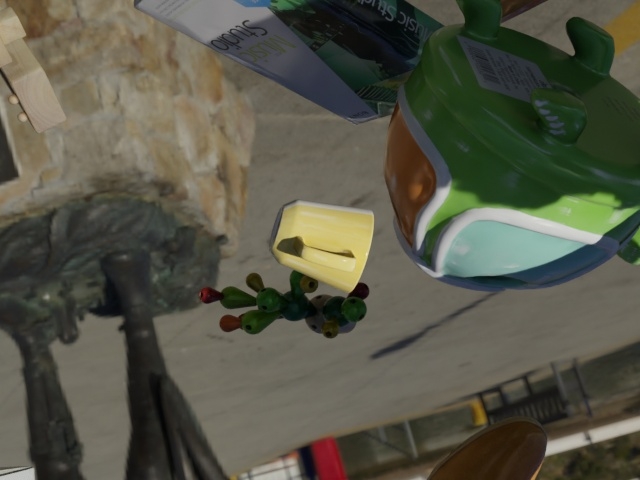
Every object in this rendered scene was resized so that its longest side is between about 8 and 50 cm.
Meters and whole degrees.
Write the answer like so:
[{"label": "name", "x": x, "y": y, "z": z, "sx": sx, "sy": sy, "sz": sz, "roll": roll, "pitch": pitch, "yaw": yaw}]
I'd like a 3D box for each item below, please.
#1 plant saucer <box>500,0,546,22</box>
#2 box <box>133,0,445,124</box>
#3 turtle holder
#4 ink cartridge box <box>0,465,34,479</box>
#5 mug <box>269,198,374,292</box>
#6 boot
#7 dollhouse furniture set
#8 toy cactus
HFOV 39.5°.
[{"label": "plant saucer", "x": 0.244, "y": -0.270, "z": 0.878, "sx": 0.200, "sy": 0.037, "sz": 0.200, "roll": -26, "pitch": -175, "yaw": 3}, {"label": "box", "x": -0.016, "y": -0.232, "z": 0.976, "sx": 0.322, "sy": 0.058, "sz": 0.232, "roll": 23, "pitch": 166, "yaw": -28}, {"label": "turtle holder", "x": 0.202, "y": -0.074, "z": 0.839, "sx": 0.320, "sy": 0.243, "sz": 0.227, "roll": -10, "pitch": 140, "yaw": -43}, {"label": "ink cartridge box", "x": -0.352, "y": 0.325, "z": 0.851, "sx": 0.153, "sy": 0.208, "sz": 0.087, "roll": -7, "pitch": 173, "yaw": 23}, {"label": "mug", "x": 0.000, "y": -0.003, "z": 0.631, "sx": 0.064, "sy": 0.062, "sz": 0.078, "roll": 16, "pitch": 161, "yaw": -9}, {"label": "boot", "x": 0.141, "y": 0.313, "z": 0.786, "sx": 0.104, "sy": 0.211, "sz": 0.295, "roll": 42, "pitch": 91, "yaw": -25}, {"label": "dollhouse furniture set", "x": -0.286, "y": -0.150, "z": 0.632, "sx": 0.123, "sy": 0.144, "sz": 0.151, "roll": -30, "pitch": 142, "yaw": -14}, {"label": "toy cactus", "x": -0.021, "y": 0.074, "z": 1.084, "sx": 0.219, "sy": 0.112, "sz": 0.180, "roll": -10, "pitch": 161, "yaw": 33}]
